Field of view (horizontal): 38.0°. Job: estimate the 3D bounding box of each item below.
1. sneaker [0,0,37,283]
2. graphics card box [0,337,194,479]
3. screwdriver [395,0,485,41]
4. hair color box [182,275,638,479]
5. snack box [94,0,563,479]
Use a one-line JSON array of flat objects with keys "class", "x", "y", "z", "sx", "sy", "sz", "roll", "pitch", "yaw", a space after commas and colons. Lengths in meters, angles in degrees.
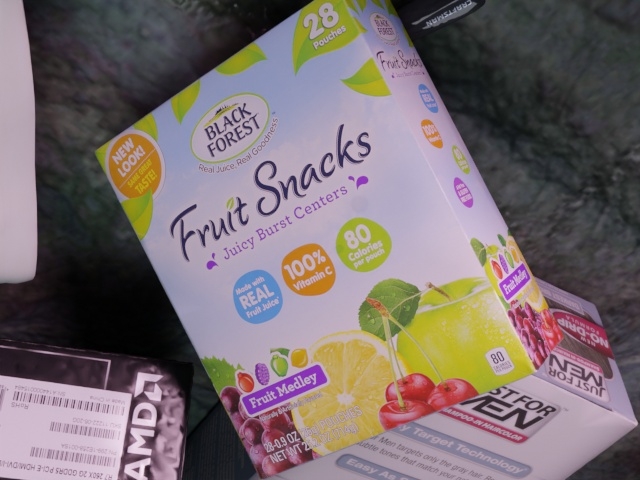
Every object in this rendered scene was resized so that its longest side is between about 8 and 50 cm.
[{"class": "sneaker", "x": -0.232, "y": -0.074, "z": 0.448, "sx": 0.169, "sy": 0.108, "sz": 0.292, "roll": -10, "pitch": 135, "yaw": -24}, {"class": "graphics card box", "x": -0.279, "y": 0.125, "z": 0.606, "sx": 0.371, "sy": 0.094, "sz": 0.233, "roll": 9, "pitch": 155, "yaw": -12}, {"class": "screwdriver", "x": 0.116, "y": -0.146, "z": 0.487, "sx": 0.170, "sy": 0.024, "sz": 0.025, "roll": -21, "pitch": 99, "yaw": 12}, {"class": "hair color box", "x": 0.024, "y": 0.166, "z": 0.694, "sx": 0.185, "sy": 0.113, "sz": 0.374, "roll": 24, "pitch": 126, "yaw": -22}, {"class": "snack box", "x": 0.000, "y": 0.000, "z": 0.495, "sx": 0.175, "sy": 0.070, "sz": 0.207, "roll": -29, "pitch": 87, "yaw": 28}]
